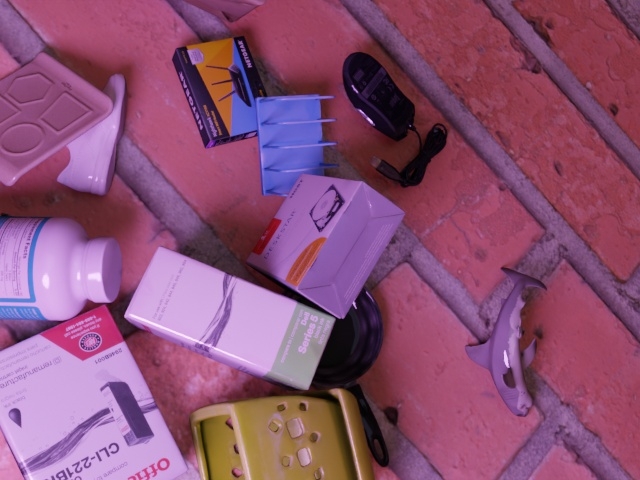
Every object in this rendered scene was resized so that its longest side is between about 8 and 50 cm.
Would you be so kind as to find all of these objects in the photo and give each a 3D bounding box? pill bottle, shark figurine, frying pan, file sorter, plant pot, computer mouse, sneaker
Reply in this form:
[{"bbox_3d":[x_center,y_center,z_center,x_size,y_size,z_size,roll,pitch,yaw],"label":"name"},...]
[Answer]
[{"bbox_3d":[-0.420,0.039,1.069,0.264,0.146,0.146,1,73,3],"label":"pill bottle"},{"bbox_3d":[0.322,0.174,1.386,0.166,0.116,0.278,18,74,-51],"label":"shark figurine"},{"bbox_3d":[0.054,0.196,1.297,0.197,0.053,0.326,-43,93,-24],"label":"frying pan"},{"bbox_3d":[-0.034,-0.164,1.312,0.118,0.104,0.170,-8,100,-23],"label":"file sorter"},{"bbox_3d":[-0.049,0.334,1.129,0.207,0.227,0.228,-8,78,-28],"label":"plant pot"},{"bbox_3d":[0.112,-0.215,1.441,0.262,0.060,0.184,40,60,-19],"label":"computer mouse"},{"bbox_3d":[-0.371,-0.182,1.241,0.094,0.080,0.212,10,72,-5],"label":"sneaker"}]

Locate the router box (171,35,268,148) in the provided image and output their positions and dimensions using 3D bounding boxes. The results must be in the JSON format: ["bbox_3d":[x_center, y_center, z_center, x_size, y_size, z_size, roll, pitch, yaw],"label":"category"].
[{"bbox_3d":[-0.168,-0.263,1.352,0.133,0.046,0.178,-19,82,-25],"label":"router box"}]

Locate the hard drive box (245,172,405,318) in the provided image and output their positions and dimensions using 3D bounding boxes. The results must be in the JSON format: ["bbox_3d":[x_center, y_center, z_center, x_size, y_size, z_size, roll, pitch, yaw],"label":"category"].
[{"bbox_3d":[0.000,0.000,1.165,0.089,0.232,0.181,34,83,-23],"label":"hard drive box"}]

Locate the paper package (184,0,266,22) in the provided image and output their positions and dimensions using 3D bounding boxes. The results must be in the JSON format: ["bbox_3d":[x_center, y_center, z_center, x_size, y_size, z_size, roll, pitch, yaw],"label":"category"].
[{"bbox_3d":[-0.200,-0.586,1.302,0.310,0.168,0.324,19,87,-24],"label":"paper package"}]

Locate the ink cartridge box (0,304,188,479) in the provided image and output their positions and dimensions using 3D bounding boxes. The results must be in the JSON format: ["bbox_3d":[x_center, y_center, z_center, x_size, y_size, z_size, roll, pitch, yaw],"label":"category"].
[{"bbox_3d":[-0.341,0.260,1.094,0.197,0.114,0.272,-26,85,-26],"label":"ink cartridge box"}]

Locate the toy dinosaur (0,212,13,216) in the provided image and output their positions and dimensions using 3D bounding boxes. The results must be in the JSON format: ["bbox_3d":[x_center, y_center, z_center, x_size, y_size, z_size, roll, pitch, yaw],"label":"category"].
[{"bbox_3d":[-0.479,0.002,1.172,0.090,0.047,0.082,6,79,15],"label":"toy dinosaur"}]

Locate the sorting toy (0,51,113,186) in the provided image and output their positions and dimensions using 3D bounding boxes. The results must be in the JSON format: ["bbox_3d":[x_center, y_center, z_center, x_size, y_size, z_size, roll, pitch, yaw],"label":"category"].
[{"bbox_3d":[-0.456,-0.191,1.195,0.193,0.038,0.208,35,65,23],"label":"sorting toy"}]

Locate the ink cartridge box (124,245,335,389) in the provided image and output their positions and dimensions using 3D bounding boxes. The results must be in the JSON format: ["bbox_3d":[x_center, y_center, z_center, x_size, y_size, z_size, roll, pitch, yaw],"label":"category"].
[{"bbox_3d":[-0.136,0.123,1.142,0.273,0.198,0.114,23,76,-5],"label":"ink cartridge box"}]
